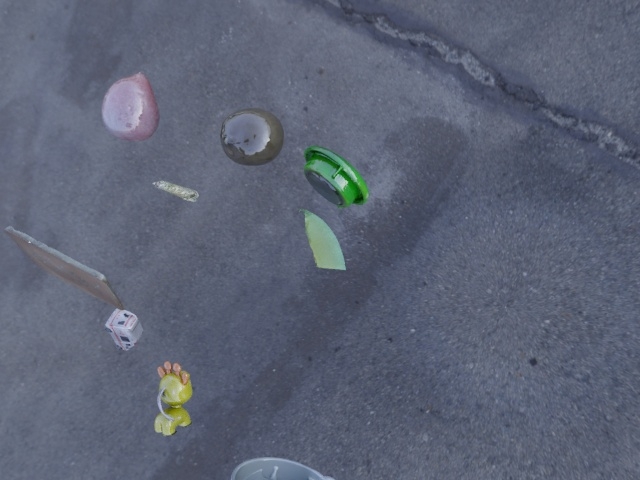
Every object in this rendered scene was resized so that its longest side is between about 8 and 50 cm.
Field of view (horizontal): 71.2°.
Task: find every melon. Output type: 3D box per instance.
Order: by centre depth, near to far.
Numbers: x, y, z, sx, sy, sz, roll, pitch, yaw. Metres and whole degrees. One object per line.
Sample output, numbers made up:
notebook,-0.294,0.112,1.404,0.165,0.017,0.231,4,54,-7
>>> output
melon,-0.001,-0.001,1.575,0.114,0.053,0.261,-27,95,11

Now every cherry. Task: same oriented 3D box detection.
cherry,-0.721,-0.496,1.680,0.206,0.239,0.239,-19,72,-16

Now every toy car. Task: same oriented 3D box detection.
toy car,-0.738,0.353,1.714,0.108,0.209,0.089,11,47,6

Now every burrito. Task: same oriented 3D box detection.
burrito,-0.563,-0.196,1.748,0.058,0.188,0.044,-29,54,39

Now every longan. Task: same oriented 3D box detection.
longan,-0.191,-0.291,1.269,0.190,0.189,0.189,-3,81,22

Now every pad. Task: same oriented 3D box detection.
pad,-0.670,0.085,1.190,0.284,0.286,0.018,28,61,0

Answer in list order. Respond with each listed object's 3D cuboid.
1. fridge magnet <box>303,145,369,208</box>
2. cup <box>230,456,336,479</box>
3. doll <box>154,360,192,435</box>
fridge magnet,0.035,-0.161,1.159,0.208,0.208,0.088,37,78,23
cup,-0.084,0.739,1.134,0.260,0.357,0.274,12,89,46
doll,-0.482,0.504,1.455,0.143,0.135,0.220,2,94,35
